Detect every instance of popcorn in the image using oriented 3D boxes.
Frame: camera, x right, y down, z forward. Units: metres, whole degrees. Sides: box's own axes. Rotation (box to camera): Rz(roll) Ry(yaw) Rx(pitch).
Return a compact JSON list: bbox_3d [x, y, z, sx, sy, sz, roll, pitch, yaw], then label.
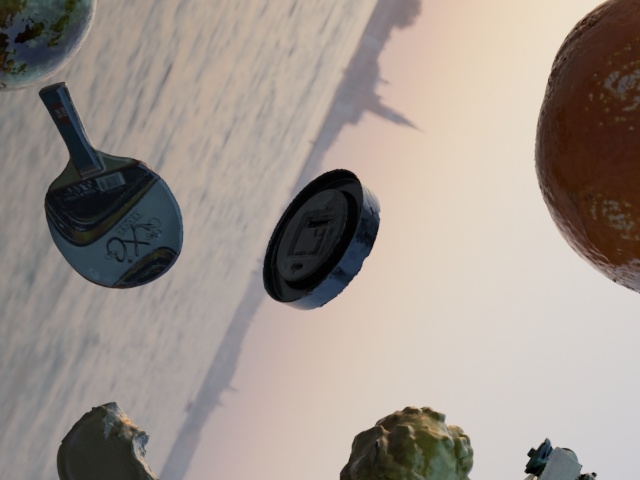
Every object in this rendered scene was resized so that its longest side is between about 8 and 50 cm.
[{"bbox_3d":[0.123,0.382,1.683,0.266,0.192,0.233,-35,-153,-3],"label":"popcorn"}]

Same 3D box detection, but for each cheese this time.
[{"bbox_3d":[-0.349,0.394,1.753,0.175,0.202,0.091,-50,165,2],"label":"cheese"}]

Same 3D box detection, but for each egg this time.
[{"bbox_3d":[-0.486,-0.361,1.627,0.238,0.289,0.238,-16,90,-76],"label":"egg"}]

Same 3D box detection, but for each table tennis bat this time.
[{"bbox_3d":[-0.284,-0.066,1.333,0.022,0.173,0.301,-102,174,-61],"label":"table tennis bat"}]

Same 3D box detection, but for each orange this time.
[{"bbox_3d":[0.459,-0.135,1.362,0.424,0.326,0.424,-36,131,-57],"label":"orange"}]

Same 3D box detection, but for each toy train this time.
[{"bbox_3d":[0.269,0.363,1.326,0.248,0.101,0.159,-30,150,-58],"label":"toy train"}]

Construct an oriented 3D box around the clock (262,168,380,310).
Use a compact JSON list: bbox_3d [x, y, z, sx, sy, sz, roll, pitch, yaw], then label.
[{"bbox_3d":[0.000,0.000,1.471,0.215,0.042,0.215,-36,-144,33],"label":"clock"}]
